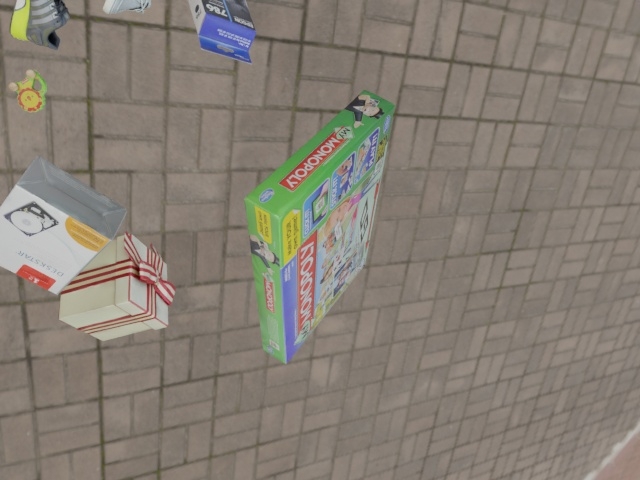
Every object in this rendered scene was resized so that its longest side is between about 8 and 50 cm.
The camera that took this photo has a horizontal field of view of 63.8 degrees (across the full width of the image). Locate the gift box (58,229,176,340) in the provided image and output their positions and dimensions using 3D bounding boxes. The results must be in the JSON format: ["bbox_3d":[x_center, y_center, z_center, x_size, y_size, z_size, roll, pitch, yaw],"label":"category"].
[{"bbox_3d":[-0.603,0.124,1.550,0.258,0.276,0.255,-13,155,7],"label":"gift box"}]

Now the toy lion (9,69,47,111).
[{"bbox_3d":[-0.810,-0.414,1.444,0.100,0.034,0.096,-33,108,8],"label":"toy lion"}]

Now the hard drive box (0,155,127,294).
[{"bbox_3d":[-0.514,-0.020,0.975,0.181,0.089,0.232,36,127,-27],"label":"hard drive box"}]

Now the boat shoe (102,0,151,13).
[{"bbox_3d":[-0.451,-0.607,1.261,0.081,0.227,0.079,34,134,-21],"label":"boat shoe"}]

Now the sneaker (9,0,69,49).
[{"bbox_3d":[-0.706,-0.624,1.325,0.121,0.111,0.300,22,141,-23],"label":"sneaker"}]

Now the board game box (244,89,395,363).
[{"bbox_3d":[0.000,0.000,0.653,0.213,0.046,0.317,-49,158,-31],"label":"board game box"}]

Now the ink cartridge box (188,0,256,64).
[{"bbox_3d":[-0.280,-0.650,1.422,0.165,0.332,0.065,1,152,-42],"label":"ink cartridge box"}]
